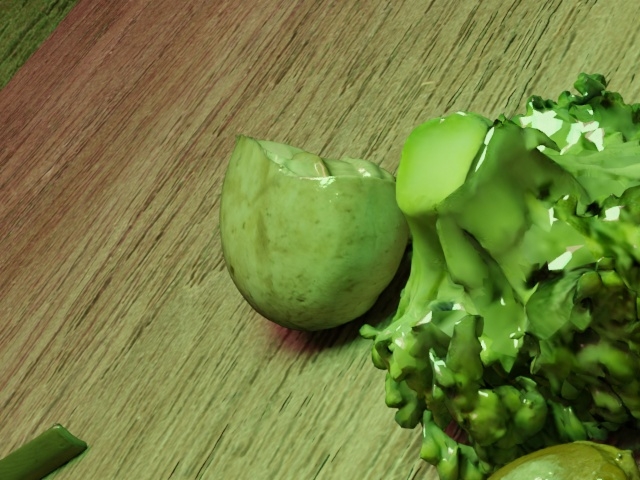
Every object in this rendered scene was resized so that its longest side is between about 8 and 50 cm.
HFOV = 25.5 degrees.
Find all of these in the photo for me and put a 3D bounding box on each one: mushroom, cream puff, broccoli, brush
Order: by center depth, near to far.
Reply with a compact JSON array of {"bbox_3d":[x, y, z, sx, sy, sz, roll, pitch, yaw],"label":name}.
[{"bbox_3d":[0.165,0.203,0.960,0.144,0.103,0.126,-19,21,40],"label":"cream puff"},{"bbox_3d":[0.177,0.028,1.101,0.334,0.272,0.324,16,101,54],"label":"broccoli"},{"bbox_3d":[0.000,0.000,1.466,0.254,0.195,0.189,34,111,58],"label":"mushroom"},{"bbox_3d":[-0.396,0.304,1.671,0.282,0.054,0.048,-34,35,18],"label":"brush"}]
